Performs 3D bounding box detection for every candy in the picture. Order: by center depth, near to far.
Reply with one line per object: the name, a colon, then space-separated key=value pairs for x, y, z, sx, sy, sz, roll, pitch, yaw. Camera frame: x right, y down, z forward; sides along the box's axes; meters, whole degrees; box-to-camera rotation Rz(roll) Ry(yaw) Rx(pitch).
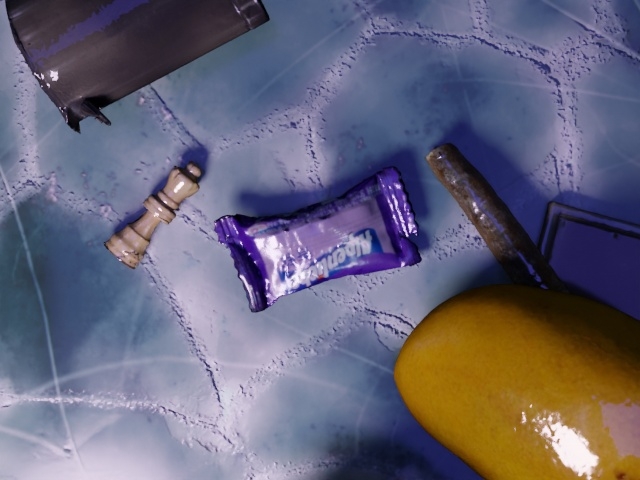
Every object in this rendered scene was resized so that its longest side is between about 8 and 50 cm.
candy: x=0.000 y=0.000 z=1.685 sx=0.275 sy=0.070 sz=0.145 roll=-17 pitch=99 yaw=-1

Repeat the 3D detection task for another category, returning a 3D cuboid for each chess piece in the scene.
chess piece: x=-0.230 y=-0.042 z=1.700 sx=0.060 sy=0.060 sz=0.172 roll=40 pitch=92 yaw=0

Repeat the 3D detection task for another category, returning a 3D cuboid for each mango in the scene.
mango: x=0.303 y=0.214 z=1.564 sx=0.445 sy=0.232 sz=0.300 roll=21 pitch=119 yaw=28

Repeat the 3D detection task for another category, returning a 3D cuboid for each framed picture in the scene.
framed picture: x=0.494 y=0.156 z=1.693 sx=0.446 sy=0.028 sz=0.326 roll=15 pitch=94 yaw=2

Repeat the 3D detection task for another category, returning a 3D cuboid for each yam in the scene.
yam: x=0.243 y=-0.020 z=1.666 sx=0.061 sy=0.061 sz=0.274 roll=-36 pitch=82 yaw=4

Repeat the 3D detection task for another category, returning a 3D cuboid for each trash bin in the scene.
trash bin: x=-0.246 y=-0.314 z=1.613 sx=0.301 sy=0.203 sz=0.252 roll=-29 pitch=74 yaw=5
